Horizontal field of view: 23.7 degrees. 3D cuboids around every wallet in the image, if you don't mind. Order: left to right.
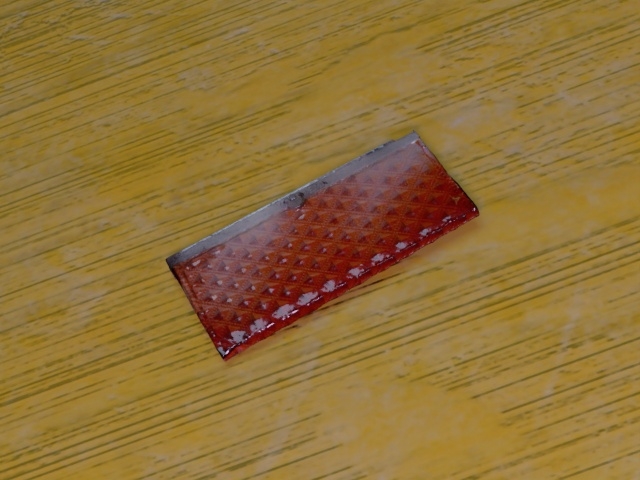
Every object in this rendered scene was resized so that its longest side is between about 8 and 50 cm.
[{"bbox_3d":[0.000,0.000,1.027,0.196,0.020,0.103,-28,47,-5],"label":"wallet"}]
